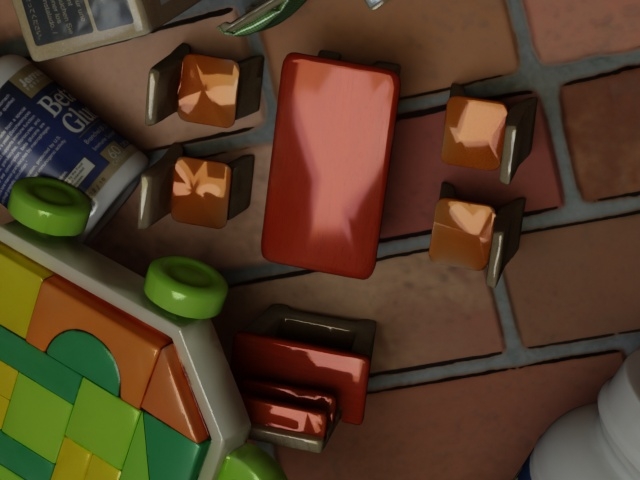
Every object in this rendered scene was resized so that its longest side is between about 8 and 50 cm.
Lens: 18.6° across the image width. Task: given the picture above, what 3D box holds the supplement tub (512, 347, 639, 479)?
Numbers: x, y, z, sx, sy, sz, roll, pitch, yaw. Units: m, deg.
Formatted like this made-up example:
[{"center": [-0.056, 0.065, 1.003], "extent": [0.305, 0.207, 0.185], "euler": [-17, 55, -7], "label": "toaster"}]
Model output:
[{"center": [0.209, 0.259, 1.335], "extent": [0.235, 0.235, 0.325], "euler": [31, 111, 3], "label": "supplement tub"}]

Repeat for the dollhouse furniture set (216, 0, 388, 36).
[{"center": [0.011, -0.163, 1.337], "extent": [0.152, 0.076, 0.058], "euler": [-30, 97, 19], "label": "dollhouse furniture set"}]

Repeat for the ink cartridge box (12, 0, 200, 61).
[{"center": [-0.139, -0.236, 1.266], "extent": [0.088, 0.234, 0.193], "euler": [-11, 105, 16], "label": "ink cartridge box"}]

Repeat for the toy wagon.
[{"center": [-0.145, 0.128, 1.346], "extent": [0.344, 0.068, 0.267], "euler": [29, 115, 20], "label": "toy wagon"}]

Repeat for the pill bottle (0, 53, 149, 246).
[{"center": [-0.215, -0.074, 1.410], "extent": [0.169, 0.094, 0.094], "euler": [39, 112, -1], "label": "pill bottle"}]

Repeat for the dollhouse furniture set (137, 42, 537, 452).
[{"center": [0.000, 0.000, 1.358], "extent": [0.262, 0.135, 0.259], "euler": [10, 109, 11], "label": "dollhouse furniture set"}]
